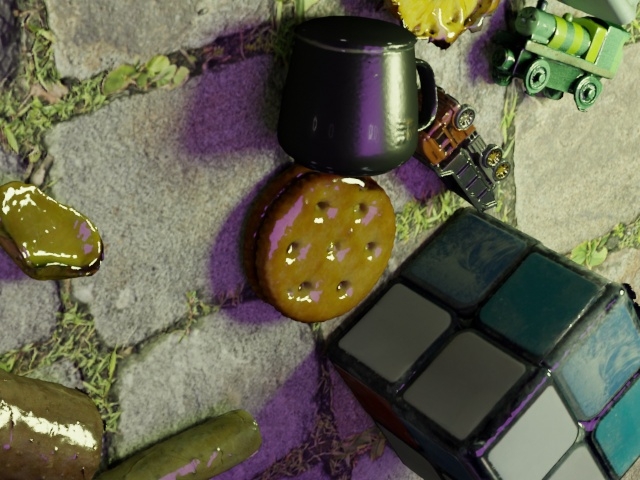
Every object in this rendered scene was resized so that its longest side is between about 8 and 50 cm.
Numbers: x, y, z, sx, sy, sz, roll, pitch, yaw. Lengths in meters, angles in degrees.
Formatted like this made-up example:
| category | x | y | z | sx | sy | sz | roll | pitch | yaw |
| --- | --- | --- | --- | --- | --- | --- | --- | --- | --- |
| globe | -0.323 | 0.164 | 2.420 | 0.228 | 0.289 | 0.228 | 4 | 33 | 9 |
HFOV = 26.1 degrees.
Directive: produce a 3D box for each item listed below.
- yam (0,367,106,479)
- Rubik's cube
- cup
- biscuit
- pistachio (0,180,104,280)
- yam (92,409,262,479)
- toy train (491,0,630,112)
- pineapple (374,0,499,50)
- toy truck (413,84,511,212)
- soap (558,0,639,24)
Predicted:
| category | x | y | z | sx | sy | sz | roll | pitch | yaw |
| --- | --- | --- | --- | --- | --- | --- | --- | --- | --- |
| yam | -0.368 | 0.209 | 1.546 | 0.238 | 0.129 | 0.128 | 21 | 98 | -44 |
| Rubik's cube | 0.255 | 0.193 | 1.912 | 0.318 | 0.313 | 0.316 | -45 | 133 | -13 |
| cup | 0.055 | -0.179 | 1.660 | 0.223 | 0.169 | 0.177 | -13 | 113 | -39 |
| biscuit | 0.000 | 0.000 | 1.773 | 0.220 | 0.066 | 0.220 | -18 | 123 | -31 |
| pistachio | -0.315 | -0.004 | 1.530 | 0.173 | 0.049 | 0.090 | 36 | 66 | -42 |
| yam | -0.242 | 0.318 | 1.744 | 0.371 | 0.083 | 0.083 | -25 | 127 | -28 |
| toy train | 0.321 | -0.255 | 1.883 | 0.200 | 0.083 | 0.132 | 10 | 103 | -41 |
| pineapple | 0.147 | -0.340 | 1.701 | 0.224 | 0.076 | 0.225 | -20 | 127 | -29 |
| toy truck | 0.179 | -0.118 | 1.842 | 0.092 | 0.083 | 0.192 | -45 | 134 | -3 |
| soap | 0.305 | -0.399 | 1.739 | 0.087 | 0.160 | 0.265 | -51 | 134 | -4 |
